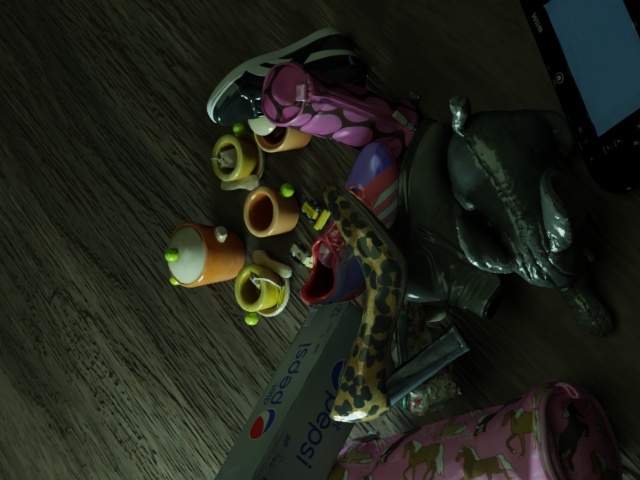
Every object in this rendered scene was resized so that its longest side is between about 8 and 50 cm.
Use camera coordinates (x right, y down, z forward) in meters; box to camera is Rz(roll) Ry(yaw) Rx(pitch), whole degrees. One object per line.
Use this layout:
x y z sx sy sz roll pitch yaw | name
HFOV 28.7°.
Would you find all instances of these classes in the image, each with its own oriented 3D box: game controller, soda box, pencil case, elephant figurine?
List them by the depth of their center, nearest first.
0.236 -0.023 1.396 0.169 0.185 0.240 111 150 -56 | elephant figurine
0.322 -0.216 1.399 0.166 0.067 0.319 -33 66 39 | game controller
0.170 0.283 1.482 0.386 0.160 0.167 -24 104 42 | pencil case
0.031 -0.164 1.586 0.098 0.209 0.095 24 101 53 | pencil case
-0.018 0.219 1.591 0.091 0.098 0.286 -14 40 53 | soda box

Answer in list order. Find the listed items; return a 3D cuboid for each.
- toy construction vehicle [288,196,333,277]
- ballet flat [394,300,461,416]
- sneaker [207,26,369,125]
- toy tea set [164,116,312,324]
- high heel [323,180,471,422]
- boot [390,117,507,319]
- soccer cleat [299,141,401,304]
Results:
0.000 0.000 1.740 0.098 0.035 0.086 40 108 38 | toy construction vehicle
0.127 0.112 1.572 0.091 0.077 0.241 84 180 -55 | ballet flat
-0.037 -0.195 1.671 0.216 0.079 0.121 -31 57 -6 | sneaker
-0.126 -0.056 1.796 0.200 0.124 0.336 20 103 43 | toy tea set
0.029 0.077 1.469 0.186 0.093 0.261 -36 84 9 | high heel
0.174 -0.026 1.539 0.161 0.083 0.247 7 74 21 | boot
0.039 -0.015 1.619 0.083 0.095 0.248 46 136 33 | soccer cleat
